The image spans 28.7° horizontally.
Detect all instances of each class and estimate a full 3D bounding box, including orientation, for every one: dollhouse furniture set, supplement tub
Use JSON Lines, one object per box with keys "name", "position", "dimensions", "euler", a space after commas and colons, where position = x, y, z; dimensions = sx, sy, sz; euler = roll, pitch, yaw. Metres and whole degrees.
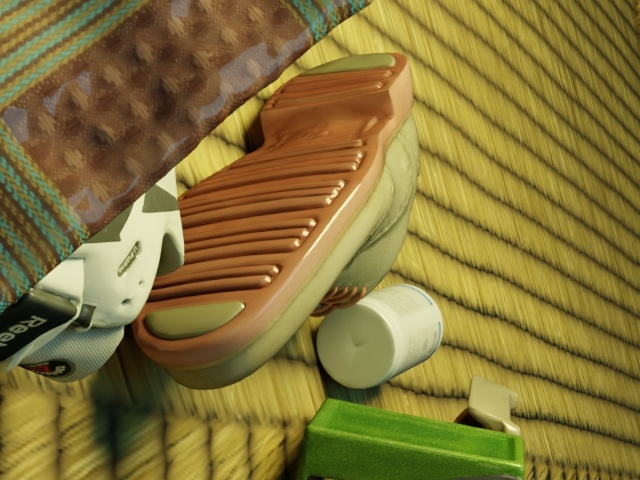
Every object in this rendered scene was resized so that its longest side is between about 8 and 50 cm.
{"name": "dollhouse furniture set", "position": [0.071, 0.220, 0.986], "dimensions": [0.301, 0.151, 0.198], "euler": [-29, 127, -80]}
{"name": "supplement tub", "position": [0.049, 0.075, 0.996], "dimensions": [0.107, 0.071, 0.071], "euler": [-11, 89, -63]}

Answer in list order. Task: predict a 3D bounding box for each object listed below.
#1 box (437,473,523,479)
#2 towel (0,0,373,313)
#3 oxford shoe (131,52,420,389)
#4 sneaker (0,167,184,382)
{"name": "box", "position": [-0.099, 0.258, 0.271], "dimensions": [0.395, 0.293, 0.212], "euler": [-48, 121, -58]}
{"name": "towel", "position": [-0.174, -0.160, 0.418], "dimensions": [0.271, 0.040, 0.370], "euler": [-43, 102, -20]}
{"name": "oxford shoe", "position": [0.000, 0.000, 0.862], "dimensions": [0.397, 0.140, 0.147], "euler": [-54, 134, -54]}
{"name": "sneaker", "position": [-0.148, 0.009, 0.575], "dimensions": [0.330, 0.122, 0.146], "euler": [-35, 108, -61]}
